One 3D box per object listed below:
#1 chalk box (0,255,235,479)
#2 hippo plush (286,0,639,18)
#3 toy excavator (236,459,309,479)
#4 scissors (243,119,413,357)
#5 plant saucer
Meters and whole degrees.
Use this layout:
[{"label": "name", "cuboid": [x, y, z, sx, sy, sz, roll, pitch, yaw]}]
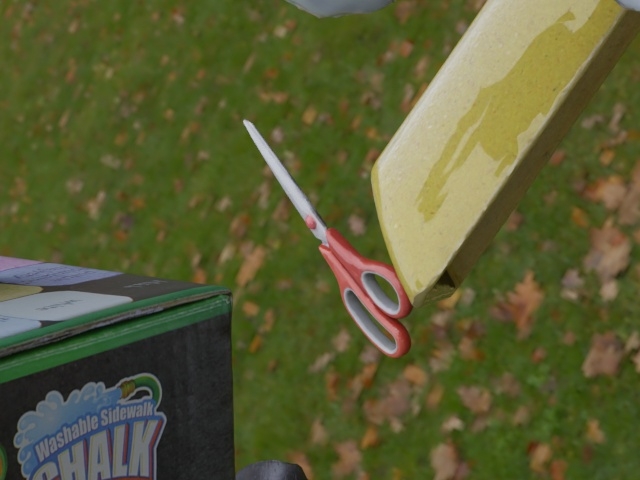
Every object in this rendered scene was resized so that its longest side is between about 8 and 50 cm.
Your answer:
[{"label": "chalk box", "cuboid": [-0.147, 0.098, 0.517, 0.179, 0.180, 0.289, 5, 101, 35]}, {"label": "hippo plush", "cuboid": [0.057, -0.192, 0.744, 0.236, 0.294, 0.234, -28, 66, 3]}, {"label": "toy excavator", "cuboid": [-0.050, 0.475, 1.339, 0.445, 0.433, 0.222, -44, 16, 26]}, {"label": "scissors", "cuboid": [0.000, 0.000, 1.585, 0.297, 0.021, 0.109, 46, 147, 27]}, {"label": "plant saucer", "cuboid": [0.143, -0.114, 1.037, 0.333, 0.081, 0.333, -55, -8, 4]}]
